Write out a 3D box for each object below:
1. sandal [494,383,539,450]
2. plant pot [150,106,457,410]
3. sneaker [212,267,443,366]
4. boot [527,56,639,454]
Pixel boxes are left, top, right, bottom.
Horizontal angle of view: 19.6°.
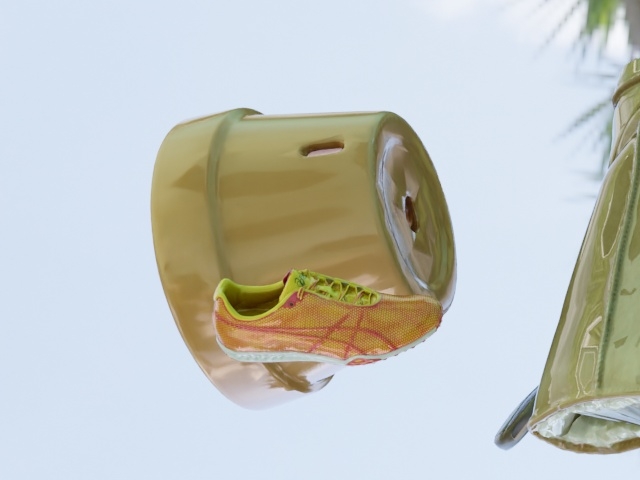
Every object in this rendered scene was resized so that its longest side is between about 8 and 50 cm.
[{"bbox_3d":[0.237,0.108,1.524,0.219,0.090,0.060,-34,-101,-17],"label":"sandal"},{"bbox_3d":[0.000,0.000,1.754,0.203,0.291,0.291,-14,-155,22],"label":"plant pot"},{"bbox_3d":[0.004,0.054,1.385,0.175,0.067,0.064,-3,-151,4],"label":"sneaker"},{"bbox_3d":[0.240,-0.014,1.146,0.089,0.236,0.269,27,-119,-16],"label":"boot"}]
